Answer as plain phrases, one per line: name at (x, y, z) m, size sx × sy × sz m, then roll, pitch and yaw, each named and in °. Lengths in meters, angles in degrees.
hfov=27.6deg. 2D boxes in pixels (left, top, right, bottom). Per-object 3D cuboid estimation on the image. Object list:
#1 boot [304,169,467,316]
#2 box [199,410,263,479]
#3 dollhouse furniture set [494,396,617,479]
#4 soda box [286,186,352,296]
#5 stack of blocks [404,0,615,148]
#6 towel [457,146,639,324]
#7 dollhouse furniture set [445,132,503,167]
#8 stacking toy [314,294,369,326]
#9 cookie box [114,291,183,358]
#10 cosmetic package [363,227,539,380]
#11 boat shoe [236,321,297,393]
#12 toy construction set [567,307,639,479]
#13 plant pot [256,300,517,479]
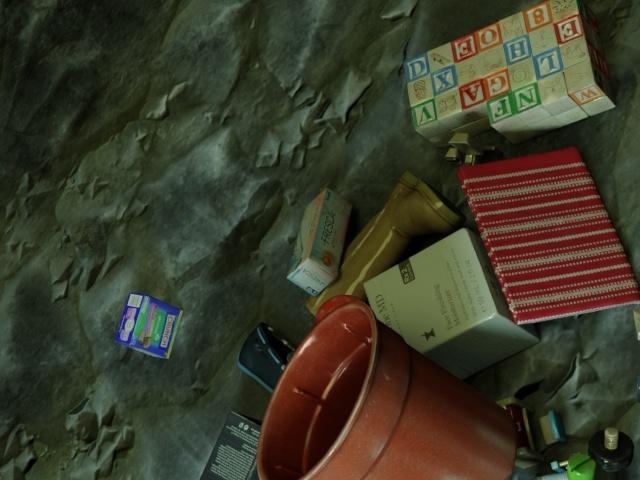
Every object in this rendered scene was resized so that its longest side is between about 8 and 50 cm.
boot at (0.097, 0.031, 2.000) m, size 0.269 × 0.089 × 0.236 m, roll -52°, pitch 12°, yaw 4°
box at (-0.095, 0.361, 1.994) m, size 0.093 × 0.156 × 0.158 m, roll 20°, pitch 84°, yaw 38°
dollhouse furniture set at (0.309, 0.289, 1.767) m, size 0.129 × 0.129 × 0.183 m, roll -24°, pitch 60°, yaw 25°
soda box at (0.000, 0.000, 2.078) m, size 0.063 × 0.058 × 0.183 m, roll -43°, pitch 20°, yaw 36°
stack of blocks at (0.288, -0.243, 2.018) m, size 0.297 × 0.087 × 0.171 m, roll -20°, pitch 62°, yaw 27°
towel at (0.326, -0.011, 1.877) m, size 0.199 × 0.031 × 0.275 m, roll -10°, pitch 60°, yaw -12°
dollhouse furniture set at (0.212, -0.114, 2.004) m, size 0.091 × 0.114 × 0.081 m, roll 4°, pitch 79°, yaw 33°
stacking toy at (0.047, 0.244, 1.903) m, size 0.141 × 0.141 × 0.330 m, roll -4°, pitch 86°, yaw 33°
cookie box at (-0.295, 0.147, 2.244) m, size 0.040 × 0.107 × 0.092 m, roll 8°, pitch 77°, yaw 35°
cosmetic package at (0.191, 0.104, 1.905) m, size 0.184 × 0.151 × 0.151 m, roll -30°, pitch 57°, yaw 21°
boat shoe at (-0.039, 0.204, 2.047) m, size 0.258 × 0.109 × 0.089 m, roll 27°, pitch 99°, yaw 36°
toy construction set at (0.488, 0.195, 1.579) m, size 0.309 × 0.237 × 0.257 m, roll 15°, pitch 43°, yaw 26°
plant pot at (0.099, 0.260, 1.733) m, size 0.272 × 0.265 × 0.272 m, roll -49°, pitch 23°, yaw 29°
